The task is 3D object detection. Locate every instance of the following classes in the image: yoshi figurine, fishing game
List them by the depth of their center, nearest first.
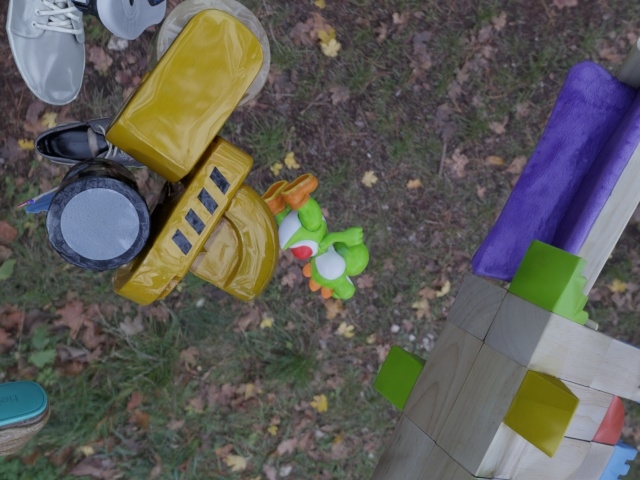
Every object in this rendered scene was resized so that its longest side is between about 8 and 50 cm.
[{"bbox_3d":[-0.687,-0.110,1.553,0.189,0.264,0.041,-41,122,-40],"label":"fishing game"},{"bbox_3d":[0.010,-0.015,1.583,0.203,0.203,0.362,-28,110,8],"label":"yoshi figurine"}]

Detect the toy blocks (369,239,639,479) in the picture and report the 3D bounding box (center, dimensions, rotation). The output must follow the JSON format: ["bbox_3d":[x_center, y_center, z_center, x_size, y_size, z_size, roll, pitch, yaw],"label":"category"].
[{"bbox_3d":[0.196,0.211,0.569,0.261,0.191,0.381,22,95,-35],"label":"toy blocks"}]

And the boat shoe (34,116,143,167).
[{"bbox_3d":[-0.484,-0.219,1.339,0.356,0.130,0.132,-6,106,11],"label":"boat shoe"}]

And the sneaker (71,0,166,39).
[{"bbox_3d":[-0.308,-0.336,0.825,0.121,0.217,0.079,9,113,0],"label":"sneaker"}]

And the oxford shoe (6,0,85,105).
[{"bbox_3d":[-0.606,-0.526,1.314,0.169,0.130,0.449,-11,120,-41],"label":"oxford shoe"}]

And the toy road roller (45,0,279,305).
[{"bbox_3d":[-0.135,-0.078,0.666,0.241,0.202,0.329,32,90,-24],"label":"toy road roller"}]

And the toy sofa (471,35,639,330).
[{"bbox_3d":[0.345,-0.073,0.762,0.362,0.177,0.150,-63,164,5],"label":"toy sofa"}]

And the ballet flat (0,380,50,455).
[{"bbox_3d":[-0.531,0.256,0.740,0.342,0.116,0.124,3,125,-44],"label":"ballet flat"}]
